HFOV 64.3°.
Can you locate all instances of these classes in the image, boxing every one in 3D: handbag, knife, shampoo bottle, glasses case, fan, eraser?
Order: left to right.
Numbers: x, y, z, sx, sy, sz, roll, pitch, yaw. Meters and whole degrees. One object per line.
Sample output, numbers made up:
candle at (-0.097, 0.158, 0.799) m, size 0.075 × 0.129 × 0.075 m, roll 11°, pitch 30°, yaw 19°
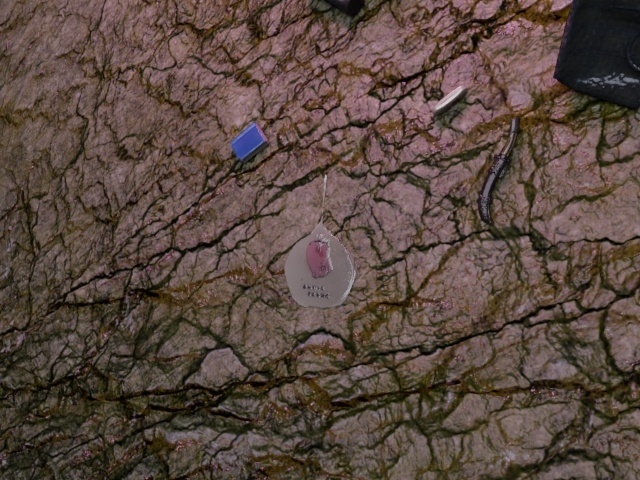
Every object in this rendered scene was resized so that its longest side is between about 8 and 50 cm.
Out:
eraser at (-0.176, -0.242, 1.260) m, size 0.085 × 0.027 × 0.063 m, roll -36°, pitch 73°, yaw 17°
fan at (0.000, 0.000, 1.166) m, size 0.182 × 0.010 × 0.310 m, roll 1°, pitch 85°, yaw 24°
shampoo bottle at (0.010, -0.603, 1.200) m, size 0.208 × 0.057 × 0.063 m, roll 39°, pitch 101°, yaw 22°
glasses case at (0.270, -0.293, 1.066) m, size 0.083 × 0.032 × 0.021 m, roll -37°, pitch 74°, yaw 16°
knife at (0.354, -0.142, 1.018) m, size 0.046 × 0.021 × 0.222 m, roll 17°, pitch 95°, yaw 25°
handbag at (0.517, -0.363, 0.877) m, size 0.175 × 0.270 × 0.088 m, roll 23°, pitch 51°, yaw 26°
